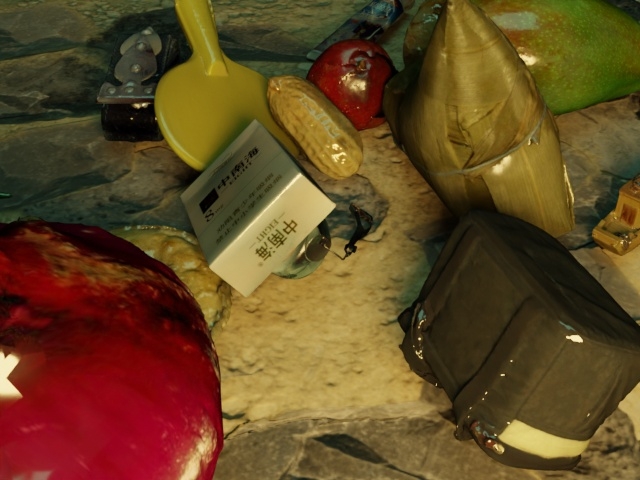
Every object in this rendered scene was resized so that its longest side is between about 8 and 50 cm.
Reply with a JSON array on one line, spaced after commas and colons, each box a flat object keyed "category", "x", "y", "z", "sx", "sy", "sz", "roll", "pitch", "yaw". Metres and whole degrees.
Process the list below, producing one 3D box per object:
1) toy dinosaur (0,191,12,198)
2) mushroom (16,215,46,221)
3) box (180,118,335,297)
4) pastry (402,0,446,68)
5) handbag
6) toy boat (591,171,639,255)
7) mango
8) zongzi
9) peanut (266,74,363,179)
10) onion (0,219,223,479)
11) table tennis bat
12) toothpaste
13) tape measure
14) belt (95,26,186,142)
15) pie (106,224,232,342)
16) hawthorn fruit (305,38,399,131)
[{"category": "toy dinosaur", "x": -0.627, "y": 0.028, "z": 1.097, "sx": 0.447, "sy": 0.087, "sz": 0.300, "roll": -10, "pitch": 34, "yaw": 7}, {"category": "mushroom", "x": -0.412, "y": 0.015, "z": 1.101, "sx": 0.148, "sy": 0.226, "sz": 0.217, "roll": -6, "pitch": -3, "yaw": 24}, {"category": "box", "x": -0.086, "y": -0.049, "z": 1.101, "sx": 0.155, "sy": 0.067, "sz": 0.243, "roll": -44, "pitch": 27, "yaw": 5}, {"category": "pastry", "x": 0.193, "y": -0.331, "z": 1.482, "sx": 0.081, "sy": 0.153, "sz": 0.153, "roll": 22, "pitch": 44, "yaw": 37}, {"category": "handbag", "x": 0.205, "y": 0.104, "z": 0.917, "sx": 0.181, "sy": 0.181, "sz": 0.254, "roll": 14, "pitch": 27, "yaw": -32}, {"category": "toy boat", "x": 0.422, "y": -0.044, "z": 1.171, "sx": 0.057, "sy": 0.077, "sz": 0.200, "roll": 31, "pitch": 49, "yaw": 32}, {"category": "mango", "x": 0.368, "y": -0.293, "z": 1.394, "sx": 0.382, "sy": 0.201, "sz": 0.225, "roll": 2, "pitch": 23, "yaw": -17}, {"category": "zongzi", "x": 0.160, "y": -0.209, "z": 1.155, "sx": 0.174, "sy": 0.393, "sz": 0.356, "roll": -32, "pitch": 39, "yaw": 0}, {"category": "peanut", "x": -0.007, "y": -0.173, "z": 1.304, "sx": 0.093, "sy": 0.083, "sz": 0.194, "roll": -24, "pitch": 70, "yaw": -44}, {"category": "onion", "x": -0.267, "y": 0.106, "z": 0.739, "sx": 0.399, "sy": 0.420, "sz": 0.398, "roll": 3, "pitch": 43, "yaw": -3}, {"category": "table tennis bat", "x": -0.157, "y": -0.233, "z": 1.346, "sx": 0.224, "sy": 0.054, "sz": 0.368, "roll": -5, "pitch": 61, "yaw": -30}, {"category": "toothpaste", "x": 0.086, "y": -0.394, "z": 1.644, "sx": 0.096, "sy": 0.061, "sz": 0.266, "roll": 23, "pitch": 51, "yaw": 26}, {"category": "tape measure", "x": 0.002, "y": 0.004, "z": 1.160, "sx": 0.180, "sy": 0.107, "sz": 0.104, "roll": 7, "pitch": 52, "yaw": -55}, {"category": "belt", "x": -0.269, "y": -0.243, "z": 1.406, "sx": 0.129, "sy": 0.122, "sz": 0.218, "roll": 0, "pitch": 47, "yaw": -1}, {"category": "pie", "x": -0.231, "y": 0.074, "z": 1.064, "sx": 0.274, "sy": 0.055, "sz": 0.274, "roll": -1, "pitch": 39, "yaw": 1}, {"category": "hawthorn fruit", "x": 0.052, "y": -0.244, "z": 1.363, "sx": 0.148, "sy": 0.172, "sz": 0.148, "roll": 2, "pitch": 71, "yaw": -7}]
